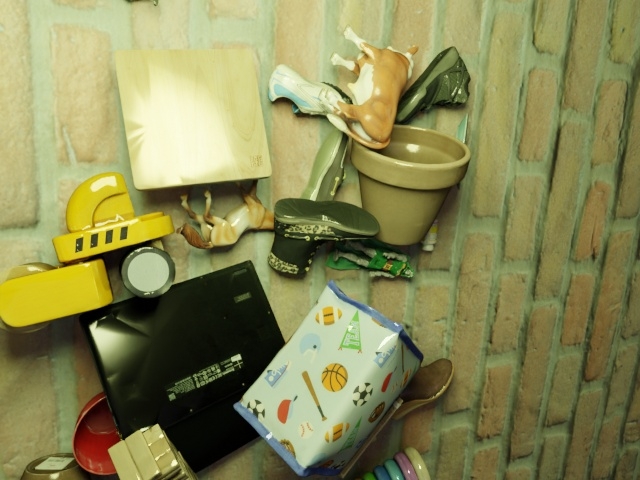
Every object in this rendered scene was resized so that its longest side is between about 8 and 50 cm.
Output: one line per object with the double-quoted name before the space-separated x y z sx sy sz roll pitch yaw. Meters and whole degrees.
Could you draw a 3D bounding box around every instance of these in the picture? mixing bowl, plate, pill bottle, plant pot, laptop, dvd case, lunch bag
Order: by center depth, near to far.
"plant pot" -0.560 0.581 0.990 0.215 0.215 0.230 2 87 -22
"mixing bowl" -0.444 0.390 1.018 0.181 0.098 0.181 -9 105 -37
"lunch bag" 0.051 0.311 1.030 0.328 0.239 0.385 -52 146 -6
"laptop" -0.283 0.312 1.059 0.382 0.236 0.408 -18 82 -36
"plant pot" 0.194 -0.120 1.098 0.263 0.263 0.229 -9 123 -20
"dvd case" 0.121 0.461 1.152 0.018 0.164 0.221 38 85 10
"plate" 0.346 -0.220 1.176 0.024 0.188 0.188 6 104 17
"pill bottle" 0.286 -0.017 1.253 0.043 0.043 0.083 -5 105 -21

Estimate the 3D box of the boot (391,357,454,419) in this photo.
"boot" 0.239 0.365 1.302 0.248 0.090 0.207 -38 116 -6

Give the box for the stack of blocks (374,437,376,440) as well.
"stack of blocks" 0.025 0.416 1.230 0.171 0.087 0.297 -20 109 -17

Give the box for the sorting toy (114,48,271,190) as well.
"sorting toy" -0.247 -0.231 0.930 0.255 0.089 0.257 -9 88 -20

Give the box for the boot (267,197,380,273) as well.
"boot" -0.001 -0.001 1.075 0.236 0.085 0.179 8 133 -12

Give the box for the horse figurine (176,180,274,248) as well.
"horse figurine" -0.191 -0.056 1.025 0.263 0.066 0.174 -34 127 -26

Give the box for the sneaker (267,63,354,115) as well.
"sneaker" -0.008 -0.309 1.050 0.237 0.085 0.086 16 123 -28

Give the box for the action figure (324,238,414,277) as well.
"action figure" 0.143 0.049 1.192 0.232 0.063 0.137 18 123 -24

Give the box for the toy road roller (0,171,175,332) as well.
"toy road roller" -0.443 0.010 0.888 0.329 0.202 0.241 -17 96 -23

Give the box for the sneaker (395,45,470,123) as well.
"sneaker" 0.281 -0.345 1.146 0.130 0.087 0.227 45 79 -18

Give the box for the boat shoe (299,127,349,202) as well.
"boat shoe" 0.016 -0.144 1.096 0.068 0.081 0.228 18 103 -27

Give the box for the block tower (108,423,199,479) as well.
"block tower" -0.301 0.478 0.933 0.091 0.097 0.335 -29 145 -21

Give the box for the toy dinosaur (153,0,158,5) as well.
"toy dinosaur" -0.307 -0.558 0.831 0.322 0.164 0.218 18 79 -4

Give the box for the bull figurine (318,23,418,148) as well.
"bull figurine" 0.108 -0.338 1.008 0.188 0.101 0.310 22 60 -16

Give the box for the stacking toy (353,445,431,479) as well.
"stacking toy" 0.142 0.710 1.341 0.330 0.141 0.141 -17 109 -10
